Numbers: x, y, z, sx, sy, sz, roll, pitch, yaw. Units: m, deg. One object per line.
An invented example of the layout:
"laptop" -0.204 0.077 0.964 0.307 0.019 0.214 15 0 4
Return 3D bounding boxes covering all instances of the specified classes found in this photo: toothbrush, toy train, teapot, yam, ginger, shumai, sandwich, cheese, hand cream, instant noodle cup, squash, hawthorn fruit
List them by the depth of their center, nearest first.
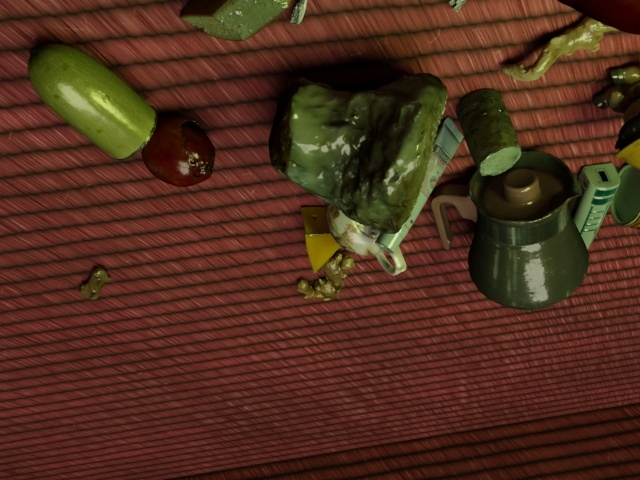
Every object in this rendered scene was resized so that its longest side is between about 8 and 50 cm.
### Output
"toothbrush" -0.003 -0.497 1.169 0.024 0.026 0.288 36 135 9
"sandwich" -0.128 -0.425 1.181 0.258 0.096 0.094 -31 144 27
"squash" -0.435 -0.268 1.268 0.132 0.132 0.247 -28 140 21
"shumai" 0.064 -0.200 1.365 0.323 0.397 0.324 15 96 3
"ginger" 0.516 -0.401 1.392 0.288 0.075 0.089 -28 144 15
"hawthorn fruit" -0.282 -0.175 1.398 0.148 0.172 0.148 -34 147 -26
"yam" 0.365 -0.229 1.467 0.107 0.194 0.107 -4 142 -4
"hand cream" 0.224 -0.124 1.548 0.085 0.058 0.331 38 78 -41
"teapot" 0.119 -0.057 1.613 0.204 0.139 0.298 -32 105 -22
"teapot" 0.477 -0.032 1.712 0.376 0.305 0.361 7 140 26
"instant noodle cup" 0.866 -0.110 1.747 0.172 0.216 0.216 6 140 -7
"cheese" 0.000 0.000 1.749 0.126 0.093 0.171 -2 142 -16
"ginger" -0.596 0.118 1.795 0.057 0.044 0.137 31 127 -19
"toy train" 0.723 -0.042 1.880 0.086 0.088 0.407 -9 143 -4
"ginger" 0.024 0.109 1.933 0.193 0.052 0.176 -14 143 17

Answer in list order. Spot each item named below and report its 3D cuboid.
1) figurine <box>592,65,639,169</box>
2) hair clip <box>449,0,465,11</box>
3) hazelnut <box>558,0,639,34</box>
"figurine" 0.709 -0.263 1.458 0.167 0.257 0.192 16 141 -27
"hair clip" 0.297 -0.467 1.273 0.115 0.039 0.030 -28 134 25
"hazelnut" 0.473 -0.512 0.968 0.402 0.429 0.402 -41 158 -20
